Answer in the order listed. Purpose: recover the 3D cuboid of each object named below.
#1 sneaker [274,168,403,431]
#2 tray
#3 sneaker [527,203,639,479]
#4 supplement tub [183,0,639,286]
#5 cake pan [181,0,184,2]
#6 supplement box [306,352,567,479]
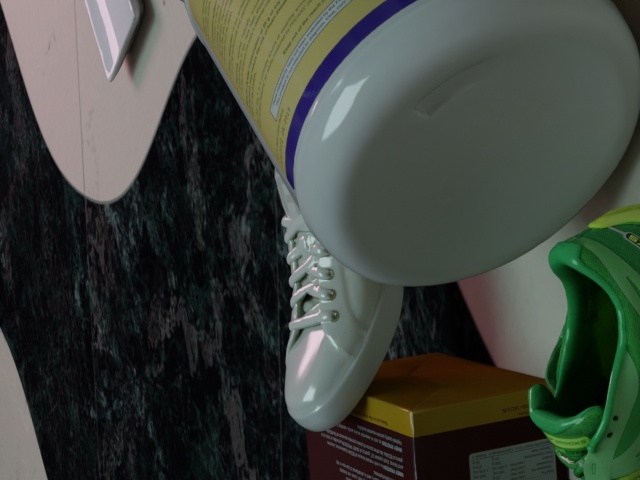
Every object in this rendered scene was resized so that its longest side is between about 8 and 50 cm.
[{"bbox_3d":[0.000,0.000,1.234,0.106,0.123,0.290,-21,48,52],"label":"sneaker"},{"bbox_3d":[-0.268,-0.346,1.979,0.145,0.030,0.270,123,134,-56],"label":"tray"},{"bbox_3d":[0.187,0.126,1.008,0.109,0.123,0.295,5,102,65],"label":"sneaker"},{"bbox_3d":[0.043,-0.158,1.101,0.241,0.241,0.331,105,147,-40],"label":"supplement tub"},{"bbox_3d":[-0.127,-0.367,1.466,0.293,0.054,0.293,167,90,-75],"label":"cake pan"},{"bbox_3d":[0.088,0.202,1.240,0.191,0.129,0.194,-172,76,-65],"label":"supplement box"}]
